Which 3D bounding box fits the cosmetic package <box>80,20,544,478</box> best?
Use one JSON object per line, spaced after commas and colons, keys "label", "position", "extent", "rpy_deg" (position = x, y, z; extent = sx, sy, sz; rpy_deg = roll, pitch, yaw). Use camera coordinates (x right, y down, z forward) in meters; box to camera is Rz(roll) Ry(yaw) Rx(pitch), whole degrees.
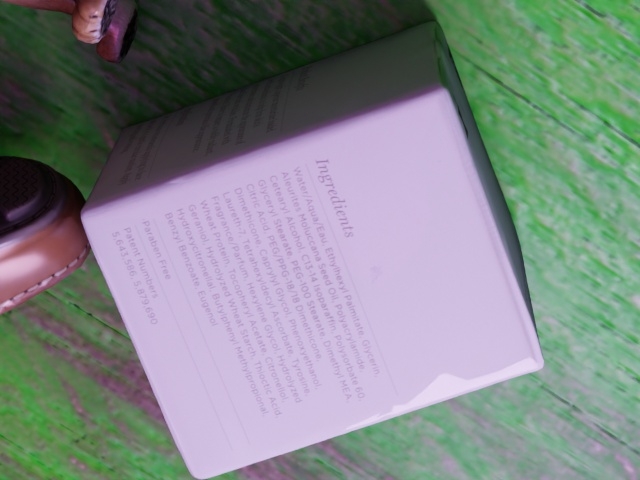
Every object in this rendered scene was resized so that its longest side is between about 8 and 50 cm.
{"label": "cosmetic package", "position": [0.000, 0.000, 0.897], "extent": [0.183, 0.151, 0.151], "rpy_deg": [-18, 107, 9]}

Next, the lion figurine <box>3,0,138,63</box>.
{"label": "lion figurine", "position": [-0.178, -0.228, 0.851], "extent": [0.240, 0.142, 0.392], "rpy_deg": [22, 94, 2]}

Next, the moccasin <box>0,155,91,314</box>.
{"label": "moccasin", "position": [-0.274, 0.086, 0.943], "extent": [0.380, 0.139, 0.147], "rpy_deg": [-35, 119, 7]}
